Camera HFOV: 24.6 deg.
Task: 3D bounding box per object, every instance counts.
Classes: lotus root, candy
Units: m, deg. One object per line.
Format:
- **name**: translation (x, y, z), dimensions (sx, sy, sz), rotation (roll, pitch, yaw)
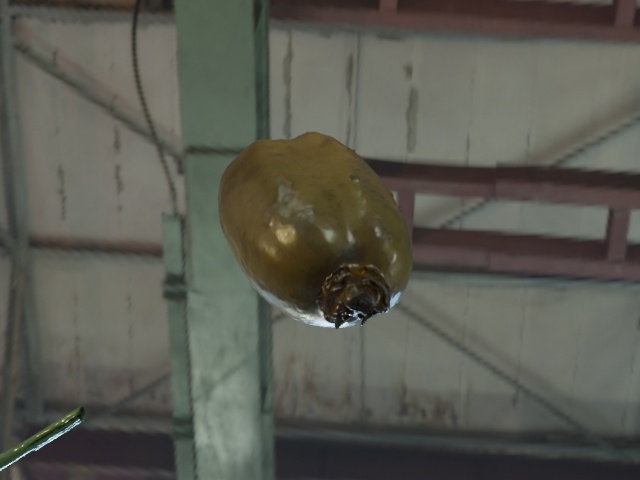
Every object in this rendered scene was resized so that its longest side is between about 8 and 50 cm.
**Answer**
- **lotus root**: translation (0.000, 0.000, 1.470), dimensions (0.169, 0.342, 0.151), rotation (-9, -59, -15)
- **candy**: translation (-0.384, 0.261, 1.626), dimensions (0.335, 0.093, 0.092), rotation (-31, -69, 21)
